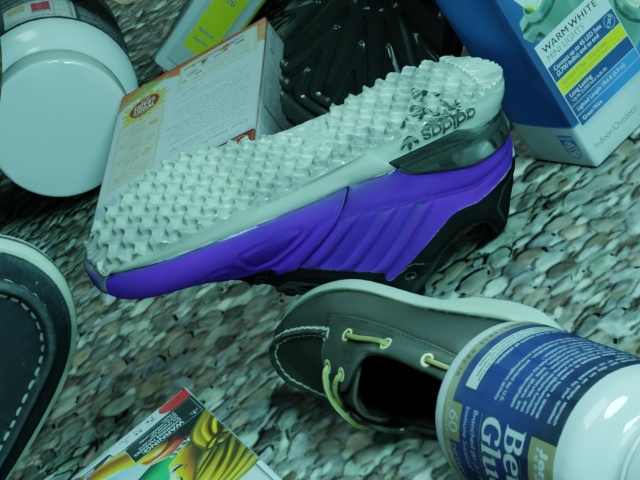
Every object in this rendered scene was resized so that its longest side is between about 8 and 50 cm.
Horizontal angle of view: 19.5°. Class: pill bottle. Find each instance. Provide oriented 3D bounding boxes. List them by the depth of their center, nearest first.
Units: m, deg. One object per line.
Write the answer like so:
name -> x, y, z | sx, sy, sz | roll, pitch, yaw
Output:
pill bottle -> 0.136, 0.099, 0.901 | 0.094, 0.094, 0.169 | -42, 25, -15
pill bottle -> -0.258, -0.150, 1.783 | 0.162, 0.162, 0.278 | -34, 24, 3

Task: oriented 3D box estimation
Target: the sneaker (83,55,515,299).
sneaker -> 0.001, 0.000, 1.187 | 0.293, 0.146, 0.102 | -22, 29, -12

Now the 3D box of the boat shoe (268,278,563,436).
boat shoe -> 0.042, 0.074, 1.083 | 0.228, 0.081, 0.068 | -1, 37, 48

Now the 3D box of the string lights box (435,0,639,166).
string lights box -> 0.141, -0.190, 1.224 | 0.133, 0.259, 0.077 | -44, 26, -18

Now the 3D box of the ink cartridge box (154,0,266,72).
ink cartridge box -> -0.024, -0.333, 1.795 | 0.307, 0.072, 0.303 | -47, 11, 38

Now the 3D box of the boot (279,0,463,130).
boot -> 0.110, -0.211, 1.434 | 0.131, 0.348, 0.260 | 22, 15, 28

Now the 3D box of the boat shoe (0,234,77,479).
boat shoe -> -0.335, 0.205, 1.215 | 0.500, 0.187, 0.156 | -47, 27, -10

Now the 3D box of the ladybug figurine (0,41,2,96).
ladybug figurine -> -0.412, -0.104, 1.701 | 0.449, 0.162, 0.305 | 142, 129, -58

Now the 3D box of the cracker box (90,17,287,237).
cracker box -> -0.098, -0.076, 1.547 | 0.156, 0.067, 0.232 | -27, 28, 18

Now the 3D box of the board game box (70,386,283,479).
board game box -> -0.154, 0.226, 1.090 | 0.305, 0.053, 0.193 | -39, 25, -10

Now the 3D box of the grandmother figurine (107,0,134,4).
grandmother figurine -> -0.293, -0.291, 1.805 | 0.342, 0.208, 0.104 | 11, 89, 36
